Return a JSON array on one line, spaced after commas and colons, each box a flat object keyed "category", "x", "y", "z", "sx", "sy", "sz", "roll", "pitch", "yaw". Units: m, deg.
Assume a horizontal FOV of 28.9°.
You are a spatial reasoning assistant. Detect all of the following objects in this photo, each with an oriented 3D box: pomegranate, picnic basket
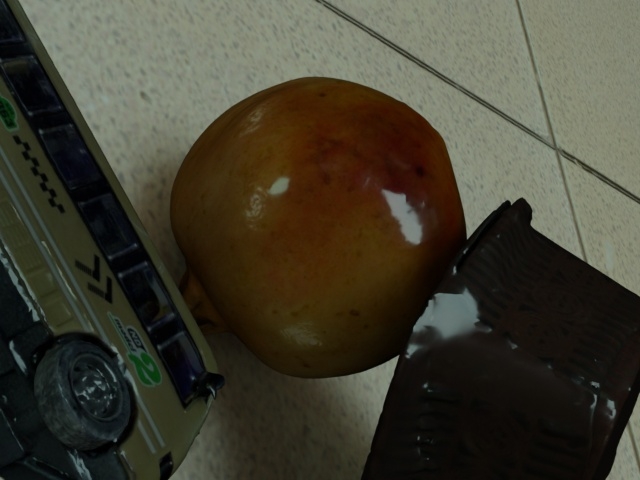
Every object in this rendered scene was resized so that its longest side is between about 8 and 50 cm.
[{"category": "pomegranate", "x": 0.004, "y": -0.005, "z": 0.831, "sx": 0.209, "sy": 0.209, "sz": 0.209, "roll": 35, "pitch": 42, "yaw": -39}, {"category": "picnic basket", "x": 0.116, "y": 0.138, "z": 0.803, "sx": 0.129, "sy": 0.297, "sz": 0.222, "roll": 24, "pitch": 34, "yaw": 18}]

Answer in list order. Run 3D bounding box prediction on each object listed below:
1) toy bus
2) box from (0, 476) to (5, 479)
[{"category": "toy bus", "x": -0.171, "y": 0.007, "z": 0.628, "sx": 0.290, "sy": 0.139, "sz": 0.157, "roll": 60, "pitch": 26, "yaw": -1}, {"category": "box", "x": -0.165, "y": 0.274, "z": 0.456, "sx": 0.385, "sy": 0.122, "sz": 0.345, "roll": 49, "pitch": 34, "yaw": -24}]
